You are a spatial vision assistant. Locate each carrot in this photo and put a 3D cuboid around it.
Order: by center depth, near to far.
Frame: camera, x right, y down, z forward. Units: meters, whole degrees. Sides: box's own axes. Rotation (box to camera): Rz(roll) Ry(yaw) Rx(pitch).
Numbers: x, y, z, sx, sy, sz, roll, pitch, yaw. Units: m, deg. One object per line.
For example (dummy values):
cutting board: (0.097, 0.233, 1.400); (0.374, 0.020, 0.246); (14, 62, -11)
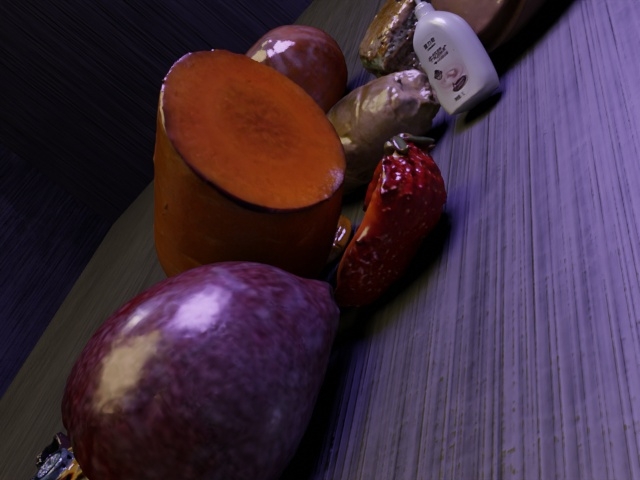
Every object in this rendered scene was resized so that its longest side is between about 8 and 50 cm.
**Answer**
carrot: (-0.074, -0.024, 0.946); (0.331, 0.214, 0.193); (109, 174, -50)

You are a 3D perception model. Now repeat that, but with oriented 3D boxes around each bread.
bread: (0.000, 0.000, 1.061); (0.083, 0.046, 0.081); (-47, 22, 11)
bread: (0.137, -0.305, 1.258); (0.196, 0.102, 0.138); (-52, 13, 5)

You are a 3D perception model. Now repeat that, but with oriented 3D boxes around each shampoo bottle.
shampoo bottle: (0.134, -0.217, 0.976); (0.045, 0.152, 0.077); (-18, -12, -38)

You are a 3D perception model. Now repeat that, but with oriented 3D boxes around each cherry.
cherry: (-0.105, 0.131, 0.787); (0.300, 0.203, 0.230); (-42, 5, -18)

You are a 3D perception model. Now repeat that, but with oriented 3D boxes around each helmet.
helmet: (-0.391, 0.350, 1.330); (0.098, 0.070, 0.123); (-48, 21, 35)

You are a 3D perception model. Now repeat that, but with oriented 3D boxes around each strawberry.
strawberry: (0.063, -0.012, 0.845); (0.187, 0.082, 0.146); (-65, -7, 6)

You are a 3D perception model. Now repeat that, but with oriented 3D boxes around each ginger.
ginger: (0.042, -0.121, 1.101); (0.263, 0.109, 0.116); (-29, 54, 55)

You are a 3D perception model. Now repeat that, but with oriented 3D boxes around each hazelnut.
hazelnut: (-0.052, -0.282, 1.567); (0.176, 0.214, 0.214); (37, 88, 33)

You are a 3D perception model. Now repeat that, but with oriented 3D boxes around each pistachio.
pistachio: (0.208, -0.335, 1.015); (0.213, 0.163, 0.260); (136, 143, -64)

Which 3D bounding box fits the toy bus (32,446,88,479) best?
toy bus: (-0.222, 0.306, 0.867); (0.123, 0.121, 0.335); (-40, 17, 7)
